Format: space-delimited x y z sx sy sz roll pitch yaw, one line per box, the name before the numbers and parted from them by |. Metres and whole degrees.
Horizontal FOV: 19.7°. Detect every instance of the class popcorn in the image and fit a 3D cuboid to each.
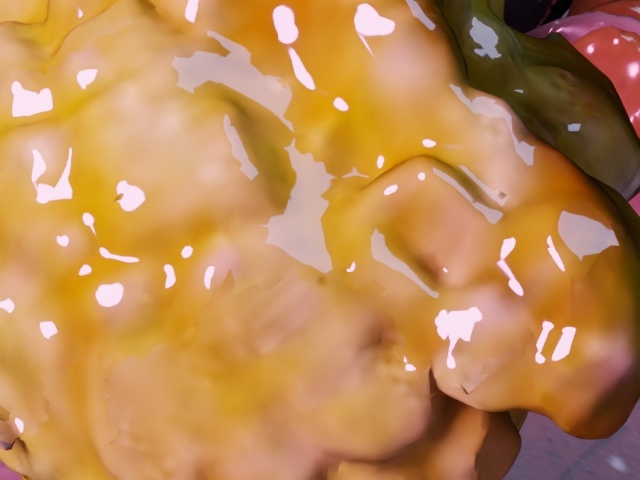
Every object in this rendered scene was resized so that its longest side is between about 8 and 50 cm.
popcorn | 0.000 0.000 0.546 0.252 0.205 0.237 2 38 39

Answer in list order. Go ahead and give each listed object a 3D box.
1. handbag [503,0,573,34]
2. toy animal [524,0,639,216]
handbag | 0.167 -0.279 1.597 0.155 0.169 0.215 23 19 -17
toy animal | 0.184 -0.065 1.093 0.169 0.195 0.281 67 24 -7
